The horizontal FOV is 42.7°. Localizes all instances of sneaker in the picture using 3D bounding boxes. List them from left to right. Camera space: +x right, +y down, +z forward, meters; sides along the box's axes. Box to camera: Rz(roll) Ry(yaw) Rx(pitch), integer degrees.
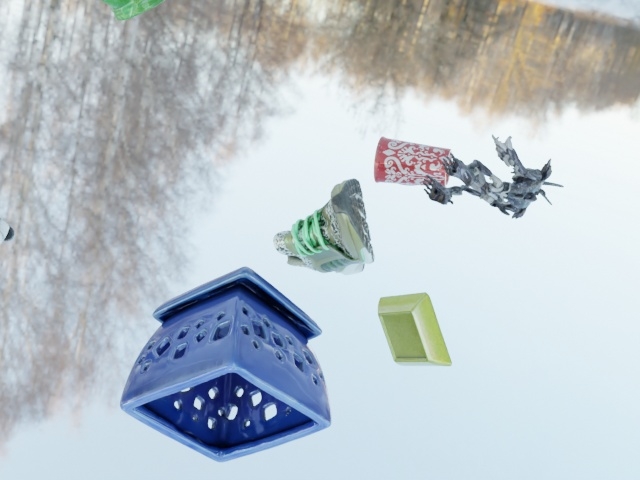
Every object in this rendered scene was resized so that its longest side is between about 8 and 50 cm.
[{"bbox_3d":[0.000,0.000,1.618,0.182,0.158,0.410,-11,165,-5],"label":"sneaker"}]

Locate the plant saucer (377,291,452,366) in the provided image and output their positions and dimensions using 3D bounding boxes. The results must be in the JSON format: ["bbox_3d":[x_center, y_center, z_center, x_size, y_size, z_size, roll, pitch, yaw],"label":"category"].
[{"bbox_3d":[0.215,0.227,1.988,0.045,0.188,0.188,-22,-175,-35],"label":"plant saucer"}]

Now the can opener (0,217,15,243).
[{"bbox_3d":[-0.688,-0.081,1.492,0.280,0.074,0.093,42,165,-9],"label":"can opener"}]

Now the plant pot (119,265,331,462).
[{"bbox_3d":[-0.137,0.187,1.283,0.236,0.236,0.212,42,-143,-38],"label":"plant pot"}]

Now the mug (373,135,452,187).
[{"bbox_3d":[0.226,-0.183,1.953,0.169,0.113,0.150,8,-174,16],"label":"mug"}]

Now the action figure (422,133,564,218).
[{"bbox_3d":[0.352,-0.129,1.643,0.276,0.164,0.141,1,-131,-29],"label":"action figure"}]

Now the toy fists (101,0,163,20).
[{"bbox_3d":[-0.255,-0.480,1.343,0.279,0.142,0.096,-29,-149,-6],"label":"toy fists"}]
